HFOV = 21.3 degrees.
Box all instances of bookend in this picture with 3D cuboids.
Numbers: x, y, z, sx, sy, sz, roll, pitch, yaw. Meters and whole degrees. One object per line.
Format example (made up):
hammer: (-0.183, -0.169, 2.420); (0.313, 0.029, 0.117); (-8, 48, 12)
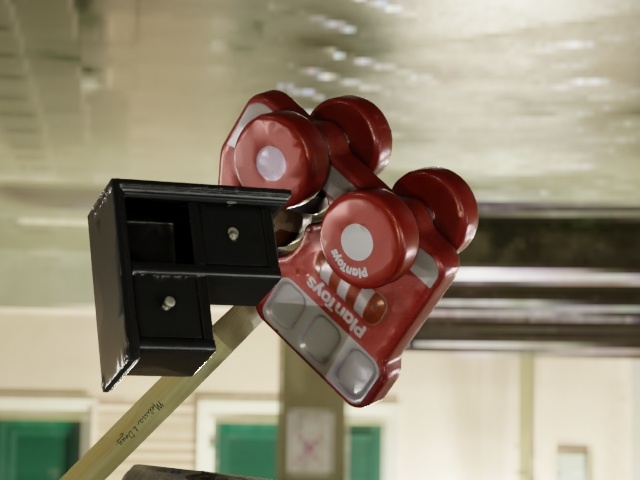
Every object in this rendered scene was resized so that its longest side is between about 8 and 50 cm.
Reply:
bookend: (-0.099, 0.038, 1.368); (0.156, 0.157, 0.072); (4, 154, -24)

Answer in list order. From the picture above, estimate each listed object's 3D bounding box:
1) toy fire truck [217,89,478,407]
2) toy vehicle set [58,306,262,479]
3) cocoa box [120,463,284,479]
toy fire truck: (0.000, 0.000, 1.797); (0.302, 0.254, 0.169); (42, -150, 17)
toy vehicle set: (-0.173, 0.175, 1.863); (0.267, 0.035, 0.166); (-45, 180, 18)
cocoa box: (-0.067, 0.371, 1.314); (0.228, 0.347, 0.231); (5, -177, 3)
